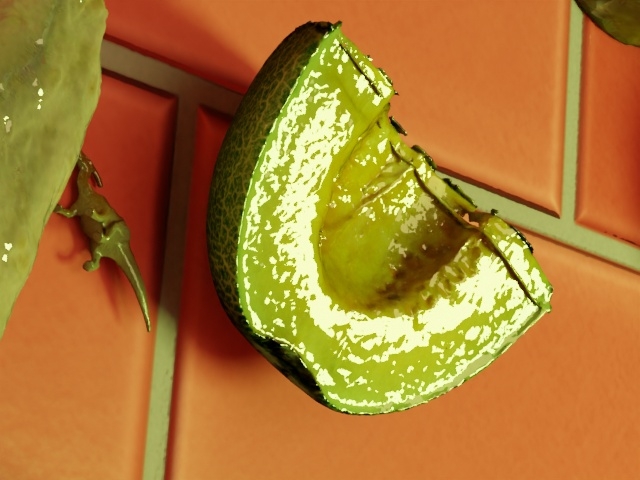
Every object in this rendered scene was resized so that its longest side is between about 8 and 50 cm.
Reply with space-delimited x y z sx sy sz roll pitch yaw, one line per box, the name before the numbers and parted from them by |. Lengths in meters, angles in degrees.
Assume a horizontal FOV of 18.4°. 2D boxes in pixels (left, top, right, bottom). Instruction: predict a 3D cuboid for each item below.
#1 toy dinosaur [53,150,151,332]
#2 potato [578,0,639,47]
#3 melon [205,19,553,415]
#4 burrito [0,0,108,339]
toy dinosaur | -0.122 0.002 1.130 0.041 0.026 0.113 -26 94 -65
potato | 0.358 -0.260 1.524 0.330 0.280 0.212 49 49 -33
melon | 0.000 0.000 1.211 0.169 0.129 0.265 -51 127 -13
burrito | -0.196 -0.014 0.998 0.143 0.105 0.299 44 52 -40
